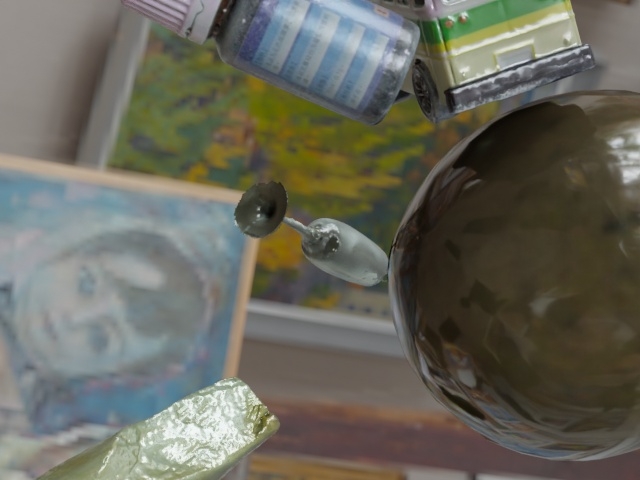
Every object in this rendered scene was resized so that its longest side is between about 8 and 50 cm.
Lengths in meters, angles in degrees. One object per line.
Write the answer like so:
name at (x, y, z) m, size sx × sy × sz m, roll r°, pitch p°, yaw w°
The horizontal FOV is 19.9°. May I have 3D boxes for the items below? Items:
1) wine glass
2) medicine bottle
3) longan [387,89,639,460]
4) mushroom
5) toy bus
wine glass at (0.000, 0.000, 2.089) m, size 0.074 × 0.262 × 0.074 m, roll -10°, pitch -111°, yaw 29°
medicine bottle at (-0.036, -0.153, 1.276) m, size 0.083 × 0.203 × 0.083 m, roll -158°, pitch -90°, yaw -84°
longan at (0.257, 0.033, 1.685) m, size 0.404 × 0.404 × 0.336 m, roll 124°, pitch -27°, yaw -54°
mushroom at (-0.166, 0.200, 1.361) m, size 0.087 × 0.333 × 0.107 m, roll 44°, pitch -29°, yaw 19°
toy bus at (0.114, -0.223, 1.676) m, size 0.305 × 0.143 × 0.179 m, roll -144°, pitch -145°, yaw -72°
